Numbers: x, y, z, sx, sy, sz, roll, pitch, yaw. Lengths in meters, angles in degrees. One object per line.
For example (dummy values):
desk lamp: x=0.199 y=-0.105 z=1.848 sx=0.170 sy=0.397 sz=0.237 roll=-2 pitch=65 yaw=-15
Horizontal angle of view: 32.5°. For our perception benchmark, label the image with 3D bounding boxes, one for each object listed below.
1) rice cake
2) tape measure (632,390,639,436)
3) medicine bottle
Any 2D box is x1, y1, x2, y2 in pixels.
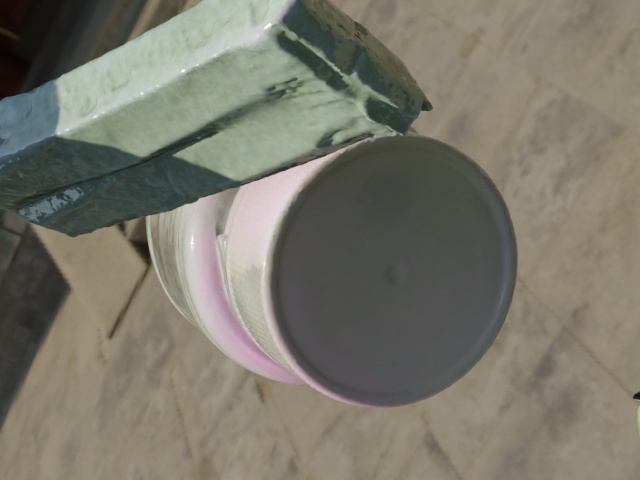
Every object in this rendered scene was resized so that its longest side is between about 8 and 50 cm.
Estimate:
rice cake: x=-0.068 y=-0.049 z=0.468 sx=0.226 sy=0.085 sz=0.040 roll=-16 pitch=55 yaw=37
tape measure: x=0.378 y=0.240 z=1.002 sx=0.175 sy=0.106 sz=0.200 roll=9 pitch=115 yaw=54
medicine bottle: x=0.000 y=0.000 z=0.898 sx=0.241 sy=0.241 sz=0.302 roll=-65 pitch=23 yaw=0
